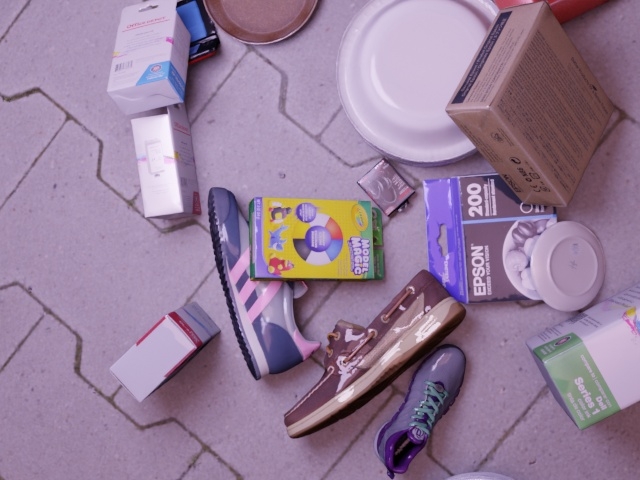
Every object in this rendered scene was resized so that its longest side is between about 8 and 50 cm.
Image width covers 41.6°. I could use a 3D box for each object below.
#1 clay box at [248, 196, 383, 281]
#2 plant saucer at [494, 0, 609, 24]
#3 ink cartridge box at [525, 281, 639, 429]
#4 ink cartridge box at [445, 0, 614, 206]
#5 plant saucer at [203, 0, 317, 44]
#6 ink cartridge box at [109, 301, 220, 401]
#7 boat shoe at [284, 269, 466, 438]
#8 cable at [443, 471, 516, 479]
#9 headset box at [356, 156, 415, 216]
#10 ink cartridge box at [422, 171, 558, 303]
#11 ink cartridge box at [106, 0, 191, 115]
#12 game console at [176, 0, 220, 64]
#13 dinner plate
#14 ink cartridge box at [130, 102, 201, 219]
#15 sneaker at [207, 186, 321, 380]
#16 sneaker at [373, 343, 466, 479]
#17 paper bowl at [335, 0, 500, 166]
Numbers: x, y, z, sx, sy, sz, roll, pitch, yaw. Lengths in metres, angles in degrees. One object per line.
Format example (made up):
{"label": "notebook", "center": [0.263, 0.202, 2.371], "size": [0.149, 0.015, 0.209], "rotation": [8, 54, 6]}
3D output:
{"label": "clay box", "center": [0.000, 0.000, 1.327], "size": [0.222, 0.053, 0.127], "rotation": [0, 81, -15]}
{"label": "plant saucer", "center": [0.350, -0.465, 1.278], "size": [0.259, 0.048, 0.258], "rotation": [-28, 86, -14]}
{"label": "ink cartridge box", "center": [0.461, 0.146, 1.235], "size": [0.278, 0.201, 0.117], "rotation": [-29, 87, 6]}
{"label": "ink cartridge box", "center": [0.309, -0.192, 1.222], "size": [0.234, 0.088, 0.193], "rotation": [42, 68, -34]}
{"label": "plant saucer", "center": [-0.096, -0.419, 1.389], "size": [0.198, 0.036, 0.199], "rotation": [0, 90, 8]}
{"label": "ink cartridge box", "center": [-0.242, 0.172, 1.344], "size": [0.127, 0.175, 0.072], "rotation": [-44, 88, 6]}
{"label": "boat shoe", "center": [0.065, 0.178, 1.340], "size": [0.342, 0.123, 0.123], "rotation": [-40, 71, 6]}
{"label": "cable", "center": [0.253, 0.488, 1.294], "size": [0.257, 0.089, 0.257], "rotation": [17, 94, 23]}
{"label": "headset box", "center": [0.109, -0.083, 1.366], "size": [0.062, 0.032, 0.083], "rotation": [-42, 84, 6]}
{"label": "ink cartridge box", "center": [0.271, -0.005, 1.339], "size": [0.208, 0.045, 0.206], "rotation": [-4, 91, 8]}
{"label": "ink cartridge box", "center": [-0.265, -0.293, 1.321], "size": [0.104, 0.061, 0.181], "rotation": [-9, 57, 15]}
{"label": "game console", "center": [-0.248, -0.333, 1.388], "size": [0.144, 0.124, 0.085], "rotation": [-20, 114, 8]}
{"label": "dinner plate", "center": [0.388, 0.040, 1.305], "size": [0.141, 0.017, 0.141], "rotation": [1, 87, -23]}
{"label": "ink cartridge box", "center": [-0.252, -0.137, 1.372], "size": [0.067, 0.115, 0.198], "rotation": [-8, 88, 7]}
{"label": "sneaker", "center": [-0.095, 0.057, 1.373], "size": [0.131, 0.112, 0.319], "rotation": [-15, 88, -14]}
{"label": "sneaker", "center": [0.168, 0.272, 1.322], "size": [0.083, 0.098, 0.224], "rotation": [29, 97, -10]}
{"label": "paper bowl", "center": [0.165, -0.260, 1.301], "size": [0.284, 0.148, 0.284], "rotation": [0, 89, 8]}
